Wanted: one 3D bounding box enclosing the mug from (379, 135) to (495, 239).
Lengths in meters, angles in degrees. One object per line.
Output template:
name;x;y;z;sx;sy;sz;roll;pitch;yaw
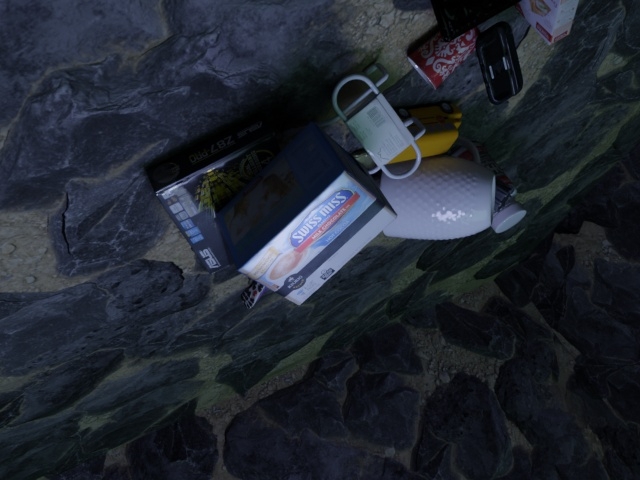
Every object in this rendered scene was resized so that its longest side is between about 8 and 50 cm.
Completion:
mug;0.388;-0.180;1.936;0.328;0.374;0.276;4;155;20

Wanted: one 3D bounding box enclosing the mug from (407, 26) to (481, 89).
mug;0.320;-0.492;1.557;0.169;0.113;0.150;-41;-161;13

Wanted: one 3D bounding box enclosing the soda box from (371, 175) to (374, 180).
soda box;0.137;-0.181;1.939;0.058;0.061;0.181;-25;171;12

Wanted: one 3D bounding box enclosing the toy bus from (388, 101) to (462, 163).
toy bus;0.292;-0.321;1.803;0.333;0.130;0.108;-14;152;-33

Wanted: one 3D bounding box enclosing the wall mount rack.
wall mount rack;0.094;-0.277;1.572;0.304;0.130;0.350;-37;128;9

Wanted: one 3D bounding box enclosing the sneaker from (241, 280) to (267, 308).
sneaker;-0.239;0.199;2.316;0.071;0.068;0.170;-10;150;-51

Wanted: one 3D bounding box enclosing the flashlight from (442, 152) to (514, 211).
flashlight;0.496;-0.202;2.059;0.103;0.304;0.103;-38;152;-28

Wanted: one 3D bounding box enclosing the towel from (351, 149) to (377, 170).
towel;0.147;-0.253;1.902;0.148;0.027;0.110;-20;157;-24

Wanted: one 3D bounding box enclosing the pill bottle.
pill bottle;0.599;-0.189;2.204;0.176;0.318;0.176;-27;157;-12

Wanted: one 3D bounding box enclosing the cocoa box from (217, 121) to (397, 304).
cocoa box;-0.039;-0.063;1.476;0.347;0.231;0.228;-42;134;14

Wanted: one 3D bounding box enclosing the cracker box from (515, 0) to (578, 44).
cracker box;0.560;-0.617;1.489;0.067;0.155;0.232;-31;157;1

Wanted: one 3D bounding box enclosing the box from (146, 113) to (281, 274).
box;-0.226;-0.106;1.585;0.318;0.097;0.395;-26;145;-5

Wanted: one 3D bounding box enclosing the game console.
game console;0.407;-0.494;1.476;0.213;0.044;0.361;-29;124;-2
